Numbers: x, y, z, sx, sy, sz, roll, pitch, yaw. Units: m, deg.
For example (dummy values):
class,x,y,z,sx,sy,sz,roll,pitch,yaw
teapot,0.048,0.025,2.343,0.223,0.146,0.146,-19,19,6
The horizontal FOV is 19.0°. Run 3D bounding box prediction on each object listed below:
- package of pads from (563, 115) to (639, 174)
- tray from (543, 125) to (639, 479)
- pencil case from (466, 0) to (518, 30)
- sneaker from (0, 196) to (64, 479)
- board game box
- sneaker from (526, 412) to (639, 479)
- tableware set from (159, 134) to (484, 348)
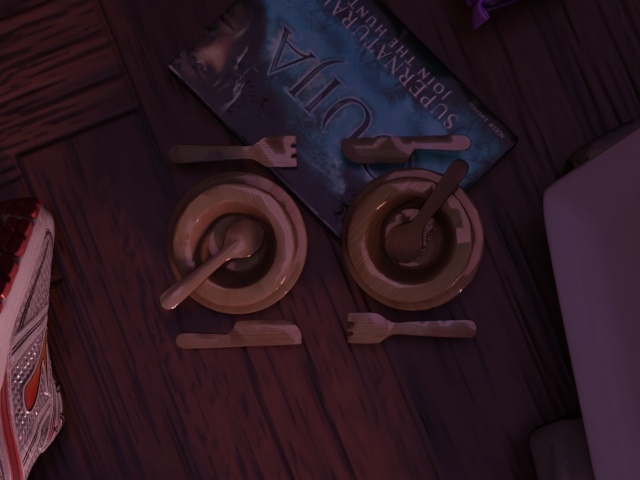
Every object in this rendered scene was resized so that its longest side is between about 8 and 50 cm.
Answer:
class,x,y,z,sx,sy,sz,roll,pitch,yaw
package of pads,0.312,0.032,1.138,0.229,0.101,0.296,-25,84,-4
tray,0.193,0.072,1.026,0.030,0.145,0.270,2,68,-29
pencil case,0.087,-0.239,1.174,0.088,0.086,0.206,-26,83,-24
sneaker,-0.200,0.080,1.139,0.088,0.093,0.225,-3,65,34
board game box,0.014,-0.084,1.185,0.126,0.026,0.186,-45,86,-6
sneaker,0.168,0.231,1.125,0.108,0.100,0.271,1,90,33
tableware set,0.000,0.000,1.143,0.194,0.039,0.128,-2,92,8
